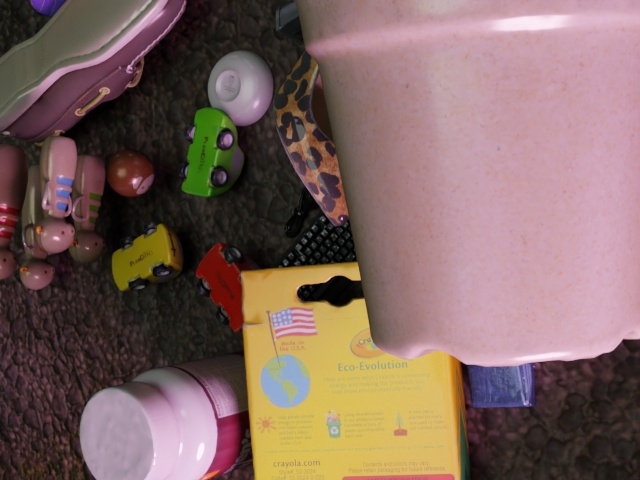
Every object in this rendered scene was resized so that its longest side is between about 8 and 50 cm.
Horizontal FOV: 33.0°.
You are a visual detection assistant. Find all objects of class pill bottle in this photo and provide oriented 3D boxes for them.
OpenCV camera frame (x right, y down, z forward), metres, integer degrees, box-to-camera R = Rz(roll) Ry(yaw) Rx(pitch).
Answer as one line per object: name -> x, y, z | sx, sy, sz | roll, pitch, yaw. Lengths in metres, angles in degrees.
pill bottle -> -0.129, 0.183, 1.098 | 0.121, 0.221, 0.121 | 2, 94, 34

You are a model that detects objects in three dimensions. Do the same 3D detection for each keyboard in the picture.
keyboard -> 0.000, 0.000, 1.130 | 0.180, 0.023, 0.108 | -49, 67, 23

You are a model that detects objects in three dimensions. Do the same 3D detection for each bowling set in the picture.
bowling set -> -0.292, -0.030, 1.201 | 0.200, 0.287, 0.154 | 0, 82, 13

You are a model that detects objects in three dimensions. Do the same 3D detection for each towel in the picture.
towel -> 0.166, 0.100, 1.023 | 0.067, 0.029, 0.119 | -7, 88, 33

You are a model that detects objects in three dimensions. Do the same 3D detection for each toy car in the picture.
toy car -> -0.123, -0.031, 1.183 | 0.239, 0.053, 0.224 | 14, 94, 40

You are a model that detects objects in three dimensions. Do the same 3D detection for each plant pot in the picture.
plant pot -> 0.143, -0.069, 0.869 | 0.334, 0.334, 0.305 | -1, 97, 33

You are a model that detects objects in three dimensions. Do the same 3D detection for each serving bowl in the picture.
serving bowl -> -0.092, -0.167, 1.180 | 0.083, 0.027, 0.083 | 1, 91, 32

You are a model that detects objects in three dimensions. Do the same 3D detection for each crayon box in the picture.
crayon box -> 0.038, 0.178, 1.046 | 0.202, 0.081, 0.318 | -4, 90, 15

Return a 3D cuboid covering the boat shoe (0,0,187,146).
boat shoe -> -0.266, -0.209, 1.250 | 0.324, 0.097, 0.116 | -30, 55, 29

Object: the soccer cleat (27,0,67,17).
soccer cleat -> -0.218, -0.355, 1.212 | 0.318, 0.109, 0.116 | -46, 73, 23

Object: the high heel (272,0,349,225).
high heel -> 0.045, -0.158, 1.043 | 0.186, 0.093, 0.261 | -24, 67, 37
